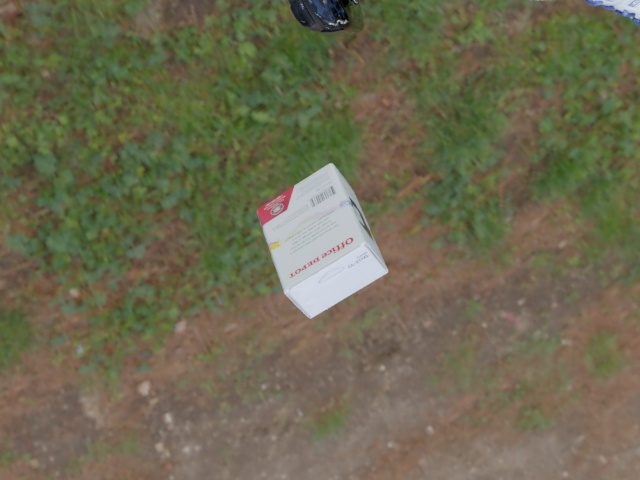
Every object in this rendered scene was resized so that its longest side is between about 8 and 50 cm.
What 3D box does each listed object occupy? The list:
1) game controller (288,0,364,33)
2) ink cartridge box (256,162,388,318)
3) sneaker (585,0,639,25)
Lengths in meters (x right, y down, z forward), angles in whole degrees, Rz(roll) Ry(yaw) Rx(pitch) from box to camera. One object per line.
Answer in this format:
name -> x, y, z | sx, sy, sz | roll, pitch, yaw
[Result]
game controller -> -0.030, -0.339, 1.117 | 0.067, 0.319, 0.166 | -19, -175, 20
ink cartridge box -> 0.000, 0.000, 1.641 | 0.127, 0.175, 0.072 | -31, 133, 10
sneaker -> 0.324, -0.226, 1.128 | 0.296, 0.112, 0.131 | -2, 111, 6
